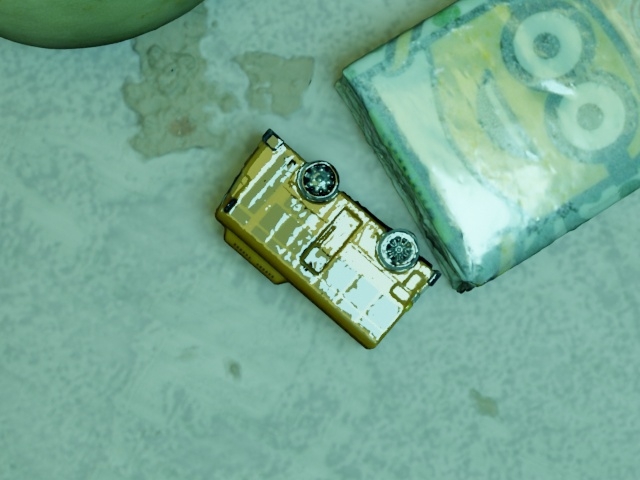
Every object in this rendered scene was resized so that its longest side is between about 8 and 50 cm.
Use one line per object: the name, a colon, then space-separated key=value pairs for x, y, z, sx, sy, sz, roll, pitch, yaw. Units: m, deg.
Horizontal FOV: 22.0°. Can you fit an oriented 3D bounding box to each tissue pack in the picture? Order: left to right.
tissue pack: x=0.200 y=-0.127 z=1.472 sx=0.311 sy=0.128 sz=0.228 roll=-30 pitch=89 yaw=-3

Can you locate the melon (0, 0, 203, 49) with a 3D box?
melon: x=-0.206 y=-0.289 z=1.403 sx=0.308 sy=0.272 sz=0.272 roll=-10 pitch=89 yaw=12

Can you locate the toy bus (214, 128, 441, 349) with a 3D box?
toy bus: x=0.000 y=0.000 z=1.479 sx=0.201 sy=0.098 sz=0.114 roll=41 pitch=88 yaw=-1
